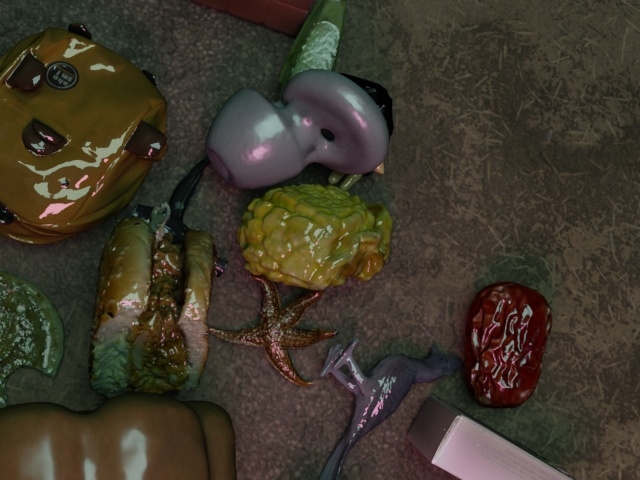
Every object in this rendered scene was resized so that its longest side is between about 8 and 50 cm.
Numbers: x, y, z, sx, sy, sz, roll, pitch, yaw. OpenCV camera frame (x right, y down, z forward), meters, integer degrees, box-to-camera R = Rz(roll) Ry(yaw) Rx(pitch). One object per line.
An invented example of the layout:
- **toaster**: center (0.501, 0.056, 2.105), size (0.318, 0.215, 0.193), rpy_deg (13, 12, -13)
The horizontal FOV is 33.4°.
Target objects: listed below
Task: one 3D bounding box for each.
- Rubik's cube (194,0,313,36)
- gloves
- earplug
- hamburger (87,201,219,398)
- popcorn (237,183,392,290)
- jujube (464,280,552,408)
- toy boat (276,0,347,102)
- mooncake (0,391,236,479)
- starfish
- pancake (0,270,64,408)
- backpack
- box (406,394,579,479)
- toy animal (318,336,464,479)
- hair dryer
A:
- **Rubik's cube**: center (-0.099, -0.544, 1.959), size (0.225, 0.221, 0.231), rpy_deg (18, 75, -8)
- **gloves**: center (0.062, -0.192, 1.981), size (0.164, 0.124, 0.203), rpy_deg (25, 109, 28)
- **earplug**: center (-0.040, -0.183, 1.851), size (0.326, 0.214, 0.175), rpy_deg (-7, 42, 17)
- **hamburger**: center (-0.269, 0.102, 1.753), size (0.195, 0.318, 0.276), rpy_deg (6, 48, -8)
- **popcorn**: center (0.000, 0.000, 1.865), size (0.286, 0.225, 0.173), rpy_deg (6, 109, -13)
- **jujube**: center (0.339, 0.191, 1.938), size (0.155, 0.155, 0.230), rpy_deg (9, 78, -10)
- **toy boat**: center (-0.022, -0.311, 1.957), size (0.093, 0.055, 0.293), rpy_deg (20, 98, -10)
- **mooncake**: center (-0.350, 0.378, 1.596), size (0.467, 0.467, 0.262), rpy_deg (-2, 77, -13)
- **starfish**: center (-0.082, 0.162, 1.898), size (0.238, 0.057, 0.213), rpy_deg (-8, 87, -11)
- **pancake**: center (-0.564, 0.165, 1.802), size (0.254, 0.037, 0.253), rpy_deg (2, 78, -12)
- **backpack**: center (-0.445, -0.173, 1.817), size (0.354, 0.201, 0.378), rpy_deg (29, 71, -1)
- **box**: center (0.295, 0.379, 1.846), size (0.252, 0.203, 0.106), rpy_deg (32, 88, -8)
- **toy animal**: center (0.085, 0.268, 1.892), size (0.367, 0.081, 0.205), rpy_deg (-41, 107, -19)
- **hair dryer**: center (-0.225, -0.061, 1.920), size (0.196, 0.075, 0.219), rpy_deg (31, 66, -15)
